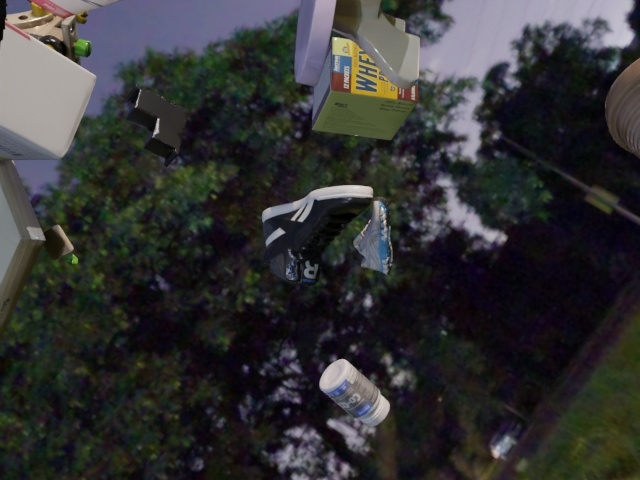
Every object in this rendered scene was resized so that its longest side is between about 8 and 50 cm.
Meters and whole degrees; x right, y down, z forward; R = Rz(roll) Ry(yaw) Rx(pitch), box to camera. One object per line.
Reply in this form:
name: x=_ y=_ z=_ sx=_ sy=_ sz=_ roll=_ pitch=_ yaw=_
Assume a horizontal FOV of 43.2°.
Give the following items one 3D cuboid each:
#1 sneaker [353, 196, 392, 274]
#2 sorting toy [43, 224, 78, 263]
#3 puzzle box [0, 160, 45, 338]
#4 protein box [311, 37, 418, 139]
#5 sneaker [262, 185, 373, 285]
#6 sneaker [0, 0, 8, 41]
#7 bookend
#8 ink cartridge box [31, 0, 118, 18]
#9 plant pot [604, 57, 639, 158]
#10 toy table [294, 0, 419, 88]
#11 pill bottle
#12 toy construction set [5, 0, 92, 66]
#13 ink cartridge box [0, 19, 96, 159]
sneaker: x=0.111 y=-0.009 z=1.760 sx=0.071 sy=0.083 sz=0.190 roll=-63 pitch=-26 yaw=-55
sorting toy: x=-0.495 y=0.015 z=1.539 sx=0.062 sy=0.083 sz=0.012 roll=-24 pitch=12 yaw=33
puzzle box: x=-0.678 y=0.060 z=1.621 sx=0.052 sy=0.272 sz=0.409 roll=6 pitch=-52 yaw=-43
protein box: x=0.098 y=-0.342 z=1.849 sx=0.201 sy=0.200 sz=0.135 roll=125 pitch=149 yaw=-69
sneaker: x=0.000 y=0.000 z=1.125 sx=0.079 sy=0.121 sz=0.217 roll=3 pitch=-12 yaw=-37
sneaker: x=-0.378 y=-0.141 z=0.725 sx=0.112 sy=0.131 sz=0.319 roll=-1 pitch=-45 yaw=-52
bookend: x=-0.439 y=-0.299 z=2.109 sx=0.072 sy=0.156 sz=0.157 roll=-36 pitch=38 yaw=46
ink cartridge box: x=-0.414 y=-0.501 z=1.439 sx=0.092 sy=0.218 sz=0.158 roll=25 pitch=-109 yaw=-45
plant pot: x=0.527 y=-0.165 z=1.122 sx=0.237 sy=0.237 sz=0.109 roll=99 pitch=174 yaw=-57
toy table: x=0.060 y=-0.335 z=1.123 sx=0.252 sy=0.161 sz=0.274 roll=159 pitch=118 yaw=-78
pill bottle: x=0.070 y=0.307 z=1.613 sx=0.078 sy=0.137 sz=0.078 roll=-40 pitch=21 yaw=19
toy construction set: x=-0.564 y=-0.494 z=1.700 sx=0.257 sy=0.237 sz=0.308 roll=-44 pitch=-32 yaw=-67
ink cartridge box: x=-0.606 y=-0.259 z=1.351 sx=0.279 sy=0.385 sz=0.160 roll=29 pitch=-107 yaw=-42
